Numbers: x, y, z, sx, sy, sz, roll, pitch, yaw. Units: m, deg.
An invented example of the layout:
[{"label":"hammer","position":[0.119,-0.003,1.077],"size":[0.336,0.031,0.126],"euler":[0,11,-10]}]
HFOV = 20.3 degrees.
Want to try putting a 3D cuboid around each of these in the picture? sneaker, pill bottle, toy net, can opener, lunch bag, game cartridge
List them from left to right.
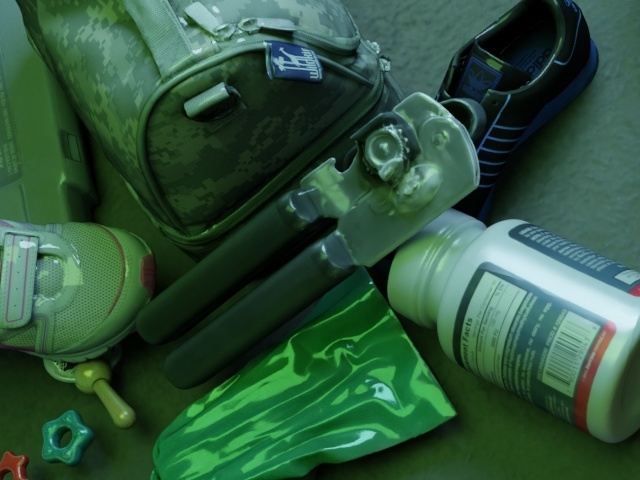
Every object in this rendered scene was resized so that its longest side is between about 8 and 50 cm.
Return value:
[{"label":"game cartridge","position":[-0.306,-0.100,1.460],"size":[0.230,0.068,0.355],"euler":[-20,63,11]},{"label":"sneaker","position":[-0.242,0.034,1.286],"size":[0.252,0.111,0.103],"euler":[-7,76,19]},{"label":"toy net","position":[-0.181,0.136,1.318],"size":[0.122,0.045,0.232],"euler":[-9,65,22]},{"label":"lunch bag","position":[-0.100,-0.152,1.273],"size":[0.212,0.256,0.305],"euler":[-38,60,6]},{"label":"can opener","position":[0.000,0.000,1.220],"size":[0.283,0.095,0.076],"euler":[-37,81,27]},{"label":"sneaker","position":[0.101,-0.079,1.251],"size":[0.081,0.090,0.232],"euler":[36,86,31]},{"label":"pill bottle","position":[0.139,0.048,1.173],"size":[0.180,0.108,0.108],"euler":[27,82,30]}]

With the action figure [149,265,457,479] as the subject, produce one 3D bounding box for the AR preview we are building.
[{"label":"action figure","position":[-0.034,0.130,1.242],"size":[0.232,0.063,0.137],"euler":[-33,62,4]}]
